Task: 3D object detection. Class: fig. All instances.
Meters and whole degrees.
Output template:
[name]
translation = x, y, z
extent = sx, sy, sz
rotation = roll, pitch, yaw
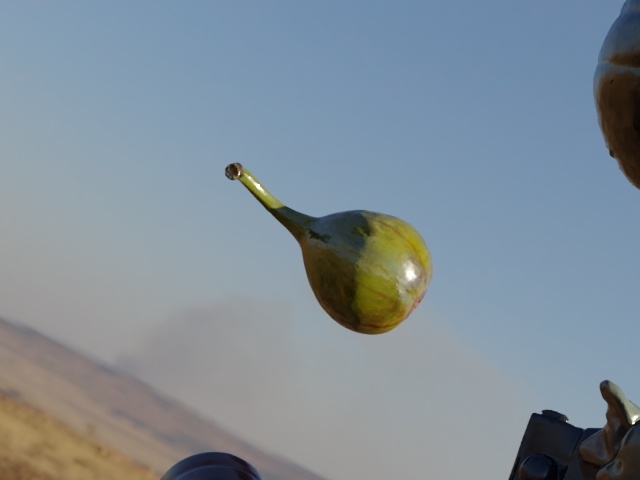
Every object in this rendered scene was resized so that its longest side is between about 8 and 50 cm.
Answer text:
[fig]
translation = 0.000, 0.000, 1.657
extent = 0.236, 0.124, 0.124
rotation = 32, -8, 1

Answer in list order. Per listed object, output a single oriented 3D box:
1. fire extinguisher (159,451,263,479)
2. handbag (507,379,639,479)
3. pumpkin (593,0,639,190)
[fire extinguisher]
translation = -0.067, 0.273, 1.241
extent = 0.102, 0.138, 0.344
rotation = -12, 25, -6
[handbag]
translation = 0.291, 0.273, 1.453
extent = 0.325, 0.269, 0.118
rotation = 9, -12, 44
[pumpkin]
translation = 0.435, -0.152, 1.732
extent = 0.315, 0.315, 0.238
rotation = 28, 5, -3
